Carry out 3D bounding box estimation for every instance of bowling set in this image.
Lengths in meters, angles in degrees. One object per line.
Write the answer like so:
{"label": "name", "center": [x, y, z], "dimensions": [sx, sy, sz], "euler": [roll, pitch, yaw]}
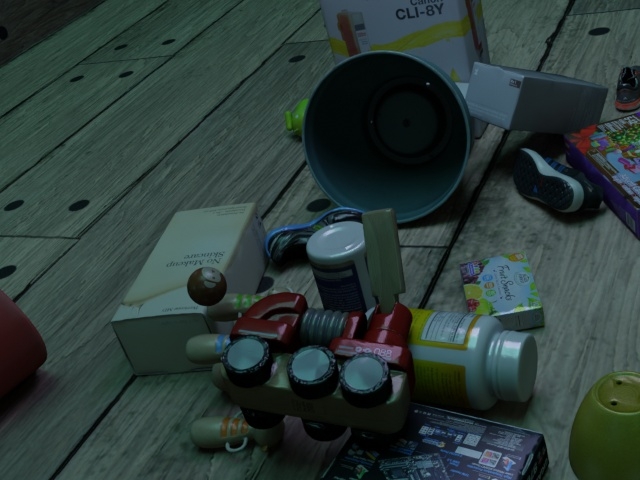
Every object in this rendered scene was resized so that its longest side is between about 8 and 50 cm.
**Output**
{"label": "bowling set", "center": [-0.092, 0.130, 1.169], "dimensions": [0.154, 0.200, 0.287], "euler": [-5, 36, 16]}

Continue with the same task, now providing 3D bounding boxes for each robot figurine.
{"label": "robot figurine", "center": [-0.027, -0.270, 1.902], "dimensions": [0.101, 0.067, 0.115], "euler": [-10, 32, 17]}

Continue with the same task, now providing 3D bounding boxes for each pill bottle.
{"label": "pill bottle", "center": [0.044, 0.066, 1.220], "dimensions": [0.094, 0.169, 0.094], "euler": [-12, 30, 7]}
{"label": "pill bottle", "center": [0.157, 0.148, 1.084], "dimensions": [0.214, 0.117, 0.117], "euler": [3, 36, 30]}

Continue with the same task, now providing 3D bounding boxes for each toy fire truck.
{"label": "toy fire truck", "center": [0.015, 0.094, 1.036], "dimensions": [0.217, 0.159, 0.246], "euler": [6, 47, 19]}

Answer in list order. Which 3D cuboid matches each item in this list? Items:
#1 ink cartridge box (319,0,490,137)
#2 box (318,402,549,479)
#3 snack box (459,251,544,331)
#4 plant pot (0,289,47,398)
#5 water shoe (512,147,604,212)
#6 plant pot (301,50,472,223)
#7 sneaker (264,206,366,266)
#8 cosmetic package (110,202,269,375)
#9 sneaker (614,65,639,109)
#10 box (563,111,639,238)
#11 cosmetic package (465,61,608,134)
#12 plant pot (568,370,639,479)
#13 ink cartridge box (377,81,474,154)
{"label": "ink cartridge box", "center": [0.172, -0.399, 1.703], "dimensions": [0.279, 0.385, 0.160], "euler": [0, 34, 27]}
{"label": "box", "center": [0.122, 0.269, 0.969], "dimensions": [0.220, 0.051, 0.175], "euler": [7, 38, 34]}
{"label": "snack box", "center": [0.257, 0.075, 1.231], "dimensions": [0.100, 0.037, 0.141], "euler": [-10, 31, 8]}
{"label": "plant pot", "center": [-0.594, 0.181, 1.283], "dimensions": [0.274, 0.275, 0.243], "euler": [8, 47, 35]}
{"label": "water shoe", "center": [0.392, -0.095, 1.433], "dimensions": [0.080, 0.073, 0.203], "euler": [4, 25, -19]}
{"label": "plant pot", "center": [0.136, -0.197, 1.525], "dimensions": [0.293, 0.293, 0.196], "euler": [-4, 16, 21]}
{"label": "sneaker", "center": [0.000, 0.000, 1.470], "dimensions": [0.188, 0.067, 0.078], "euler": [-18, 52, -6]}
{"label": "cosmetic package", "center": [-0.197, 0.070, 1.391], "dimensions": [0.160, 0.113, 0.309], "euler": [-7, 31, 16]}
{"label": "sneaker", "center": [0.606, -0.312, 1.662], "dimensions": [0.061, 0.065, 0.158], "euler": [1, 35, 27]}
{"label": "box", "center": [0.543, -0.122, 1.391], "dimensions": [0.200, 0.057, 0.293], "euler": [-16, 30, 0]}
{"label": "cosmetic package", "center": [0.385, -0.251, 1.540], "dimensions": [0.237, 0.107, 0.127], "euler": [-3, 23, -33]}
{"label": "plant pot", "center": [0.334, 0.199, 0.936], "dimensions": [0.134, 0.095, 0.134], "euler": [-12, 30, 7]}
{"label": "ink cartridge box", "center": [0.205, -0.235, 1.653], "dimensions": [0.175, 0.128, 0.072], "euler": [7, 36, 20]}
